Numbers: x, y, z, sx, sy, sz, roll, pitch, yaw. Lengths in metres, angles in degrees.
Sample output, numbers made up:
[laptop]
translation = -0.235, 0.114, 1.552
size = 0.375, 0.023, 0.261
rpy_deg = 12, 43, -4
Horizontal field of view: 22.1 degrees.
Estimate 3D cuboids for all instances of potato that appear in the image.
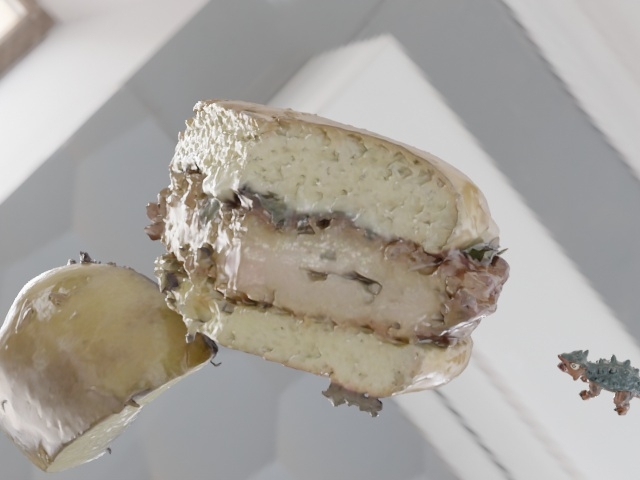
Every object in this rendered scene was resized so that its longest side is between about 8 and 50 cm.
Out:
[potato]
translation = -0.183, 0.085, 1.193
size = 0.138, 0.098, 0.243
rpy_deg = 60, -37, 9

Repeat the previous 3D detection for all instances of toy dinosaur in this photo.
[toy dinosaur]
translation = 0.328, 0.156, 1.796
size = 0.154, 0.049, 0.055
rpy_deg = 19, -55, -5

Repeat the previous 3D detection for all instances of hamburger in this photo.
[hamburger]
translation = 0.000, 0.000, 1.030
size = 0.282, 0.155, 0.245
rpy_deg = 14, 7, 19
